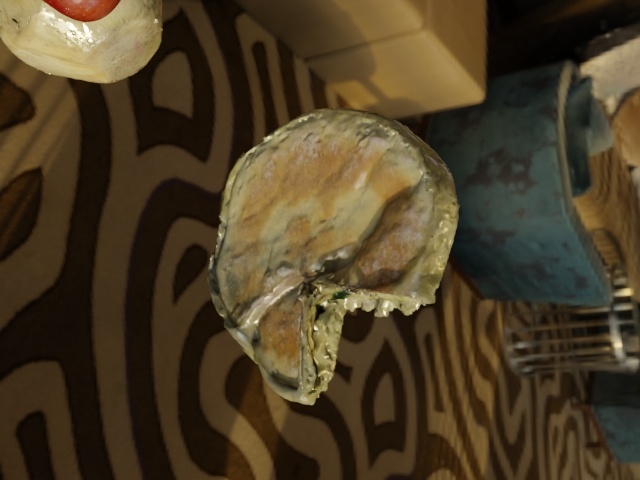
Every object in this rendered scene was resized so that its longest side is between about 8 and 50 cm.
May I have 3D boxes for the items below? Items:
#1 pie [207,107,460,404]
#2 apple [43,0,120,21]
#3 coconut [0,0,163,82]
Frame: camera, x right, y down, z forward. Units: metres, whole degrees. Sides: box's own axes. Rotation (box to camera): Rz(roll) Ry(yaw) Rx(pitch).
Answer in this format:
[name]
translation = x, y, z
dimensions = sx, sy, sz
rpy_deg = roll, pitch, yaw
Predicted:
[pie]
translation = 0.000, 0.000, 0.941
dimensions = 0.075, 0.337, 0.337
rpy_deg = 19, 66, -45
[apple]
translation = -0.391, -0.453, 1.439
dimensions = 0.181, 0.168, 0.181
rpy_deg = 43, 6, -5
[coconut]
translation = -0.504, -0.490, 1.790
dimensions = 0.352, 0.352, 0.353
rpy_deg = 22, 64, -56
